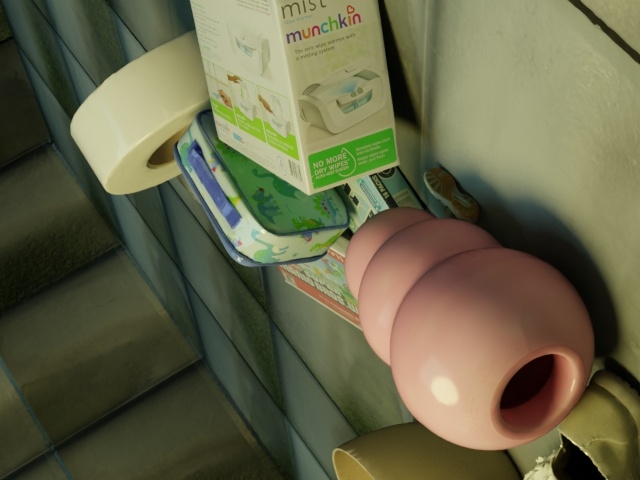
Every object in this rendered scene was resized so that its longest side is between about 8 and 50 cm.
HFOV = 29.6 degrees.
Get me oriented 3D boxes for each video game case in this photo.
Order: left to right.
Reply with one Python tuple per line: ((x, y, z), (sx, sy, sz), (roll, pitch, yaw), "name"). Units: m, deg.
((-0.001, 0.037, 1.760), (0.204, 0.025, 0.285), (32, 163, 26), "video game case")

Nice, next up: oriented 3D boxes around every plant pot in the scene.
((0.174, 0.364, 1.694), (0.284, 0.191, 0.284), (53, 163, 24), "plant pot")

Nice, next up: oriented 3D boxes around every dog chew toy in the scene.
((0.135, 0.070, 1.275), (0.332, 0.207, 0.206), (46, 160, 51), "dog chew toy")

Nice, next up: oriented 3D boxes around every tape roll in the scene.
((-0.204, -0.181, 1.704), (0.100, 0.286, 0.286), (57, 164, 8), "tape roll")

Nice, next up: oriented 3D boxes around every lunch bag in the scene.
((-0.080, -0.071, 1.558), (0.090, 0.176, 0.219), (-50, 63, 35), "lunch bag")

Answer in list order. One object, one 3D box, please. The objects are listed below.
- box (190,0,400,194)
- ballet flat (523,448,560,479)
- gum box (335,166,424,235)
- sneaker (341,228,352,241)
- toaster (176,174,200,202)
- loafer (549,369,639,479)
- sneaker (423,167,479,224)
((-0.040, -0.205, 1.374), (0.262, 0.127, 0.231), (34, 138, 58), "box")
((0.273, 0.415, 1.529), (0.147, 0.147, 0.409), (45, 159, 41), "ballet flat")
((0.058, -0.064, 1.552), (0.157, 0.041, 0.184), (57, 163, 12), "gum box")
((0.000, 0.000, 1.802), (0.083, 0.071, 0.191), (53, 164, 1), "sneaker")
((-0.188, -0.151, 1.999), (0.227, 0.129, 0.146), (47, 164, 31), "toaster")
((0.296, 0.249, 1.290), (0.102, 0.092, 0.268), (42, 156, 48), "loafer")
((0.142, -0.045, 1.345), (0.083, 0.032, 0.037), (51, 162, 29), "sneaker")
